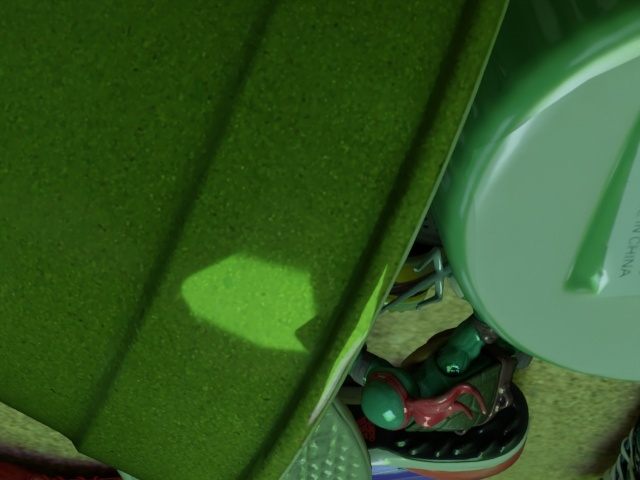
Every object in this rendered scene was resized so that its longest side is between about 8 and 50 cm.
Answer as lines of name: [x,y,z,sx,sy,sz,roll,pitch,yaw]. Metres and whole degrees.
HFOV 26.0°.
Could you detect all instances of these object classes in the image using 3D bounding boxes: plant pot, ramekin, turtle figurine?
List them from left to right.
plant pot: [-0.141,-0.108,0.599,0.353,0.366,0.366,22,143,-8]
turtle figurine: [0.080,0.071,0.922,0.175,0.118,0.234,-26,172,42]
ramekin: [0.190,-0.062,0.730,0.303,0.148,0.303,-3,135,-3]

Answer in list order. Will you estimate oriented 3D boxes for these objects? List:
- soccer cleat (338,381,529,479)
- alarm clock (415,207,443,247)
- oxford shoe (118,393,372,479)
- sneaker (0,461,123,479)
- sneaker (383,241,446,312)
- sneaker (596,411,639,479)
soccer cleat: [0.017,0.173,1.192,0.318,0.108,0.116,-3,150,3]
alarm clock: [0.075,-0.044,0.901,0.192,0.064,0.129,-1,146,10]
oxford shoe: [-0.125,0.085,1.014,0.169,0.130,0.449,-45,122,9]
sneaker: [-0.242,0.241,1.342,0.128,0.087,0.221,-27,149,24]
sneaker: [0.000,0.000,0.968,0.185,0.069,0.084,4,145,-17]
sneaker: [0.302,0.195,1.214,0.121,0.108,0.302,20,134,-24]
